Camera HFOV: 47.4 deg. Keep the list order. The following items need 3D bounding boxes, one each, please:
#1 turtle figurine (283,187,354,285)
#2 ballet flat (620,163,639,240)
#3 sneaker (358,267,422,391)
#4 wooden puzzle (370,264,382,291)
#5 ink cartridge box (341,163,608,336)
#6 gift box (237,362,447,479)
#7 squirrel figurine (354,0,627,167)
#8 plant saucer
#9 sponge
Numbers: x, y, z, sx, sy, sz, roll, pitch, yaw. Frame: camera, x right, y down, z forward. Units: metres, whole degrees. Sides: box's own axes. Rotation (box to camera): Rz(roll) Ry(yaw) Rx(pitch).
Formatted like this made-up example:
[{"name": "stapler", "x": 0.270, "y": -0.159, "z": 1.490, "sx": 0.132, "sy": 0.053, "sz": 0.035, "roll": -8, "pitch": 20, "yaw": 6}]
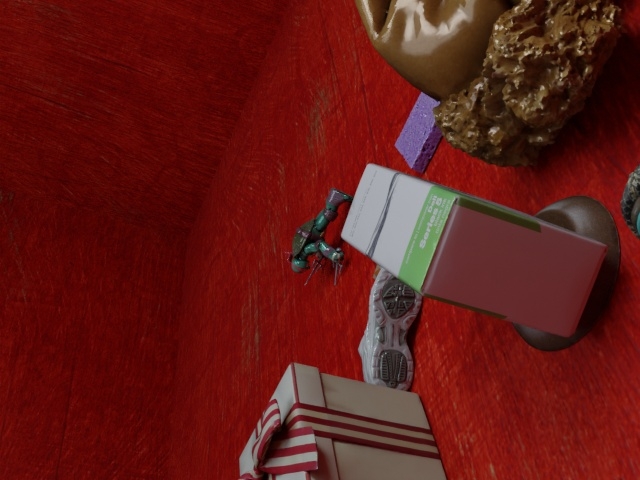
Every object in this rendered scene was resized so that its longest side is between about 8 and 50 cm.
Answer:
[{"name": "turtle figurine", "x": 0.000, "y": 0.000, "z": 1.607, "sx": 0.234, "sy": 0.118, "sz": 0.175, "roll": -66, "pitch": 20, "yaw": 6}, {"name": "ballet flat", "x": 0.415, "y": -0.145, "z": 0.520, "sx": 0.182, "sy": 0.164, "sz": 0.483, "roll": -61, "pitch": 8, "yaw": -33}, {"name": "sneaker", "x": 0.104, "y": 0.147, "z": 1.227, "sx": 0.115, "sy": 0.090, "sz": 0.232, "roll": 145, "pitch": 139, "yaw": -66}, {"name": "wooden puzzle", "x": 0.121, "y": 0.045, "z": 1.370, "sx": 0.078, "sy": 0.014, "sz": 0.116, "roll": -164, "pitch": 90, "yaw": -71}, {"name": "ink cartridge box", "x": 0.167, "y": 0.001, "z": 0.879, "sx": 0.273, "sy": 0.198, "sz": 0.114, "roll": -140, "pitch": 68, "yaw": -69}, {"name": "gift box", "x": 0.018, "y": 0.350, "z": 1.036, "sx": 0.276, "sy": 0.258, "sz": 0.255, "roll": -107, "pitch": 37, "yaw": -60}, {"name": "squirrel figurine", "x": 0.278, "y": -0.307, "z": 0.938, "sx": 0.370, "sy": 0.281, "sz": 0.397, "roll": -38, "pitch": 53, "yaw": 43}, {"name": "plant saucer", "x": 0.281, "y": 0.035, "z": 0.896, "sx": 0.198, "sy": 0.036, "sz": 0.198, "roll": -165, "pitch": 90, "yaw": -71}, {"name": "sponge", "x": 0.206, "y": -0.238, "z": 1.335, "sx": 0.117, "sy": 0.031, "sz": 0.210, "roll": -107, "pitch": 38, "yaw": -58}]
